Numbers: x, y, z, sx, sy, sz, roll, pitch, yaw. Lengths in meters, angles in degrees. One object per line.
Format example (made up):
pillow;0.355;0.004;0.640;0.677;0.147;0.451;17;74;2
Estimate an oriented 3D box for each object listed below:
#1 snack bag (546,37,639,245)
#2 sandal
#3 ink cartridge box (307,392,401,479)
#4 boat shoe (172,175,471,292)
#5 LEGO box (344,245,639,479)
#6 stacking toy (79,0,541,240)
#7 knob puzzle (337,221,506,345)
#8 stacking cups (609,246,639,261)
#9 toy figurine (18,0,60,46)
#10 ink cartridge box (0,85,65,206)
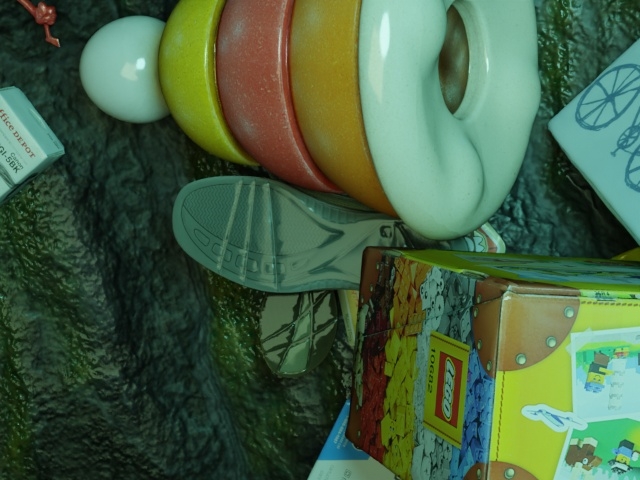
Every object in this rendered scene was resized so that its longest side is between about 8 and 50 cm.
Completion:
snack bag;0.385;-0.161;1.377;0.037;0.323;0.342;40;103;-24
sandal;-0.029;0.042;1.622;0.090;0.060;0.219;-8;84;3
ink cartridge box;0.096;0.252;1.474;0.203;0.086;0.148;26;107;6
boat shoe;0.002;-0.002;1.553;0.320;0.103;0.118;7;94;10
LEGO box;0.314;0.125;1.281;0.500;0.372;0.193;3;94;-15
stacking toy;-0.042;-0.184;1.504;0.480;0.350;0.350;4;101;30
knob puzzle;0.107;0.023;1.602;0.213;0.030;0.213;2;99;11
stacking cups;0.389;0.160;1.549;0.096;0.096;0.316;-25;99;14
toy figurine;-0.240;-0.360;1.510;0.362;0.217;0.191;-31;92;15
ink cartridge box;-0.377;-0.097;1.666;0.135;0.056;0.099;-38;90;15
